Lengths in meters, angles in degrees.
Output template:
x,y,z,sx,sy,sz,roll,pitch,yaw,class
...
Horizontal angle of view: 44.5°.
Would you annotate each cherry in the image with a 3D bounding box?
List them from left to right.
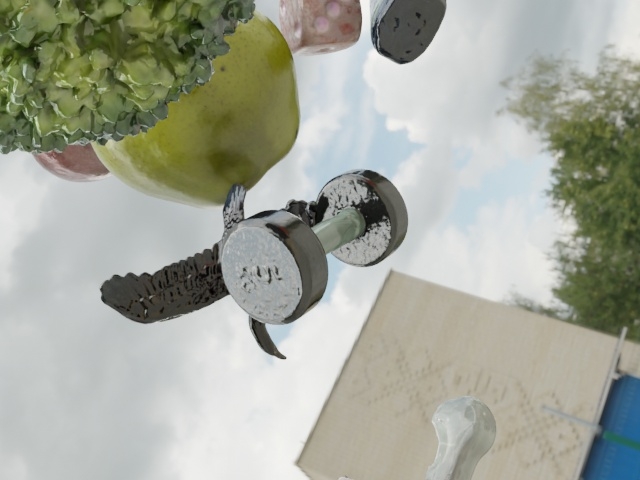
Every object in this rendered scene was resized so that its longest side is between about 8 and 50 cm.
x,y,z,sx,sy,sz,roll,pitch,yaw,class
-0.525,-0.218,1.712,0.239,0.239,0.206,-45,-45,-44,cherry

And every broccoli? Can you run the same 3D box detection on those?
x,y,z,sx,sy,sz,roll,pitch,yaw,class
-0.128,-0.205,0.445,0.260,0.235,0.288,91,169,-61,broccoli

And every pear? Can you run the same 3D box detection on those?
x,y,z,sx,sy,sz,roll,pitch,yaw,class
-0.169,-0.188,1.006,0.294,0.294,0.294,-40,-42,-48,pear

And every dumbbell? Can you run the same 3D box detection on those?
x,y,z,sx,sy,sz,roll,pitch,yaw,class
0.000,0.000,0.741,0.191,0.100,0.100,-31,-49,-52,dumbbell

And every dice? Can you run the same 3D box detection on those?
x,y,z,sx,sy,sz,roll,pitch,yaw,class
0.000,-0.309,1.084,0.093,0.094,0.091,-11,-87,-23,dice

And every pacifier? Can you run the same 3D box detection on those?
x,y,z,sx,sy,sz,roll,pitch,yaw,class
0.173,0.373,1.110,0.332,0.220,0.273,38,-151,-42,pacifier

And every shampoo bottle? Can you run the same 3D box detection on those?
x,y,z,sx,sy,sz,roll,pitch,yaw,class
0.118,-0.333,1.067,0.134,0.078,0.359,-58,9,22,shampoo bottle

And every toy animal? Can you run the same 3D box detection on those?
x,y,z,sx,sy,sz,roll,pitch,yaw,class
-0.073,0.036,0.902,0.197,0.272,0.160,53,-147,-23,toy animal
